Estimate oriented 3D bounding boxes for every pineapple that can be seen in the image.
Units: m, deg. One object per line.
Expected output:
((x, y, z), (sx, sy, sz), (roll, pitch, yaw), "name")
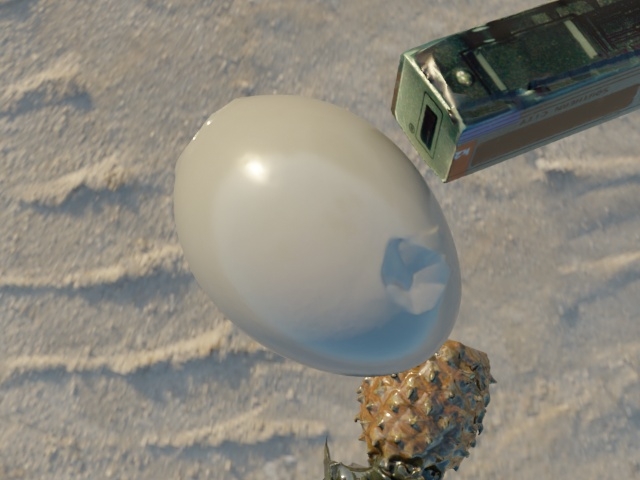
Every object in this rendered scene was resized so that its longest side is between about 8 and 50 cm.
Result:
((0.072, 0.274, 1.457), (0.165, 0.165, 0.365), (23, 80, -7), "pineapple")

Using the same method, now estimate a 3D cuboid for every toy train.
((0.248, -0.153, 1.022), (0.409, 0.086, 0.089), (-21, 148, -22), "toy train")

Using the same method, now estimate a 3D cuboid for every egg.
((0.000, 0.000, 0.954), (0.232, 0.176, 0.176), (46, 109, 19), "egg")
